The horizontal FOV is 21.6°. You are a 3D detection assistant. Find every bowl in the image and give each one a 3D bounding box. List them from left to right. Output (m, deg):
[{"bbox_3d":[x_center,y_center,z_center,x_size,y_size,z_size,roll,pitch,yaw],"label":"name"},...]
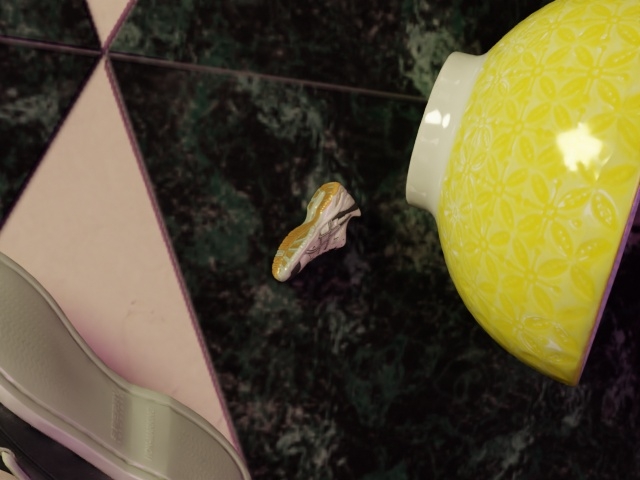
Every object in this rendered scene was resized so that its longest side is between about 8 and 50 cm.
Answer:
[{"bbox_3d":[0.151,-0.058,1.181,0.156,0.289,0.289,18,82,11],"label":"bowl"}]

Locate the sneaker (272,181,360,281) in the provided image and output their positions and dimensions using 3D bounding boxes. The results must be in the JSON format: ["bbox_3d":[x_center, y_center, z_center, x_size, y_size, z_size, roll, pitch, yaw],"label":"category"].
[{"bbox_3d":[0.000,0.000,1.180,0.037,0.032,0.083,44,71,-27],"label":"sneaker"}]

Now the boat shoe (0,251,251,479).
[{"bbox_3d":[-0.173,0.108,1.037,0.302,0.091,0.114,45,27,-22],"label":"boat shoe"}]
